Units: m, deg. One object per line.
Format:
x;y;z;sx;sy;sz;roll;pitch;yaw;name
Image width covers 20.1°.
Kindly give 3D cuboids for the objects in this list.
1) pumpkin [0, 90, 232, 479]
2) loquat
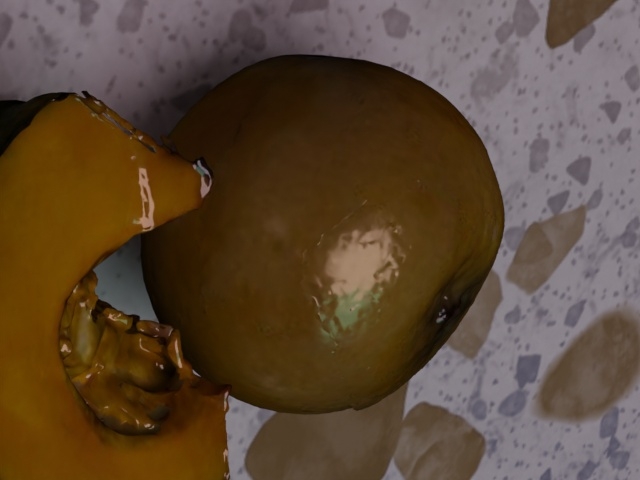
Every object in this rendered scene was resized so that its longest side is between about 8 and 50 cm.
-0.207;0.060;1.131;0.256;0.225;0.303;-6;91;-46;pumpkin
0.000;0.000;1.277;0.263;0.263;0.263;-14;114;-32;loquat
